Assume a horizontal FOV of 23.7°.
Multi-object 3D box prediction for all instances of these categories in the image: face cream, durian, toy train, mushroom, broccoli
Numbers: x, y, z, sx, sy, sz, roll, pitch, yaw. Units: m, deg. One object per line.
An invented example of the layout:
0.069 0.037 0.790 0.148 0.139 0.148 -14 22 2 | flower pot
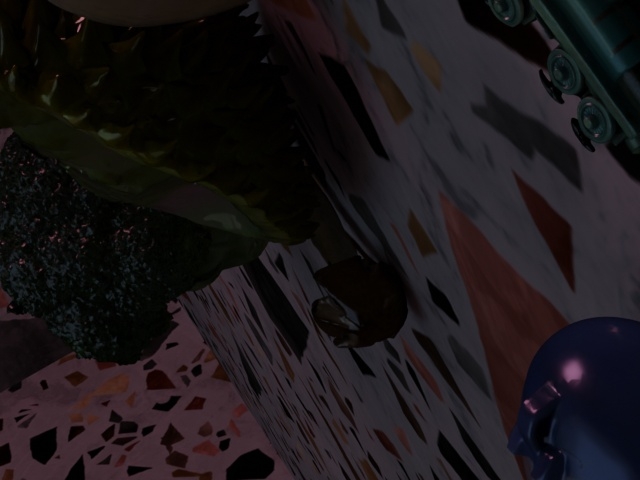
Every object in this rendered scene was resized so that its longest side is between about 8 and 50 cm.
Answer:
0.140 0.139 0.574 0.264 0.083 0.149 65 169 -29 | face cream
-0.098 -0.062 0.898 0.355 0.169 0.157 36 -145 -68 | durian
0.077 -0.069 0.454 0.092 0.029 0.045 56 155 5 | toy train
0.000 0.000 1.031 0.187 0.061 0.060 59 177 39 | mushroom
-0.150 -0.037 1.327 0.254 0.269 0.269 60 173 30 | broccoli

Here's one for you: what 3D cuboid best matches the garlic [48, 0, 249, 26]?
-0.074 -0.179 0.700 0.245 0.145 0.164 -148 60 -68 | garlic
